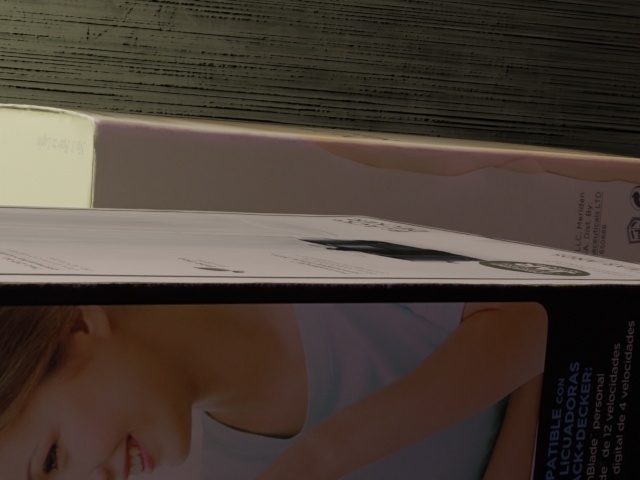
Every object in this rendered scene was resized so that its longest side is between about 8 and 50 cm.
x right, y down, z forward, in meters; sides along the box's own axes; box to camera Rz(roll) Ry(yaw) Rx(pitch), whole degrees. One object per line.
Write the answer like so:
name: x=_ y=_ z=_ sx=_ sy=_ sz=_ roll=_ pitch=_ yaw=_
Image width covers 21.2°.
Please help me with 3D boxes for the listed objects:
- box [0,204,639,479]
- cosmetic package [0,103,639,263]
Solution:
box: x=-0.057 y=0.040 z=0.421 sx=0.290 sy=0.087 sz=0.169 roll=2 pitch=5 yaw=-38
cosmetic package: x=0.000 y=0.000 z=0.845 sx=0.309 sy=0.113 sz=0.160 roll=3 pitch=5 yaw=-30
